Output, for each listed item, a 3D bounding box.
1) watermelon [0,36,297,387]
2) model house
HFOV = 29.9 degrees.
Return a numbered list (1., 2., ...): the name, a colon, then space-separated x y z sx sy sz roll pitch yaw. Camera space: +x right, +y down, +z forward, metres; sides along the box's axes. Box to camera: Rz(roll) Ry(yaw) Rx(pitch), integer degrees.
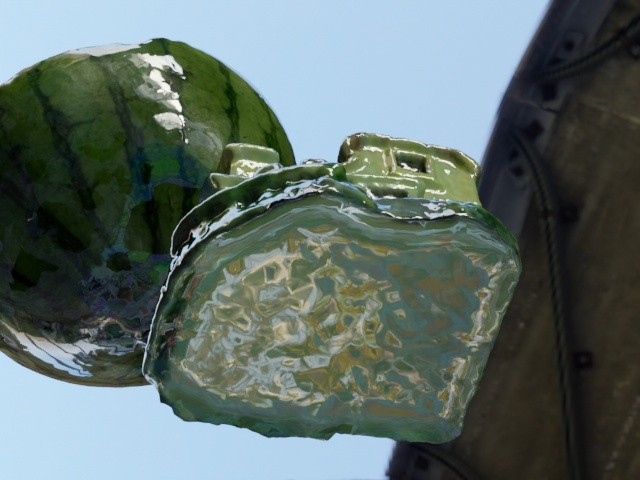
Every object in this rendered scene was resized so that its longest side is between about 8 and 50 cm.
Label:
1. watermelon: -0.148 0.001 1.015 0.189 0.331 0.331 43 -70 40
2. model house: 0.000 0.000 0.783 0.189 0.214 0.195 -95 -168 -55
